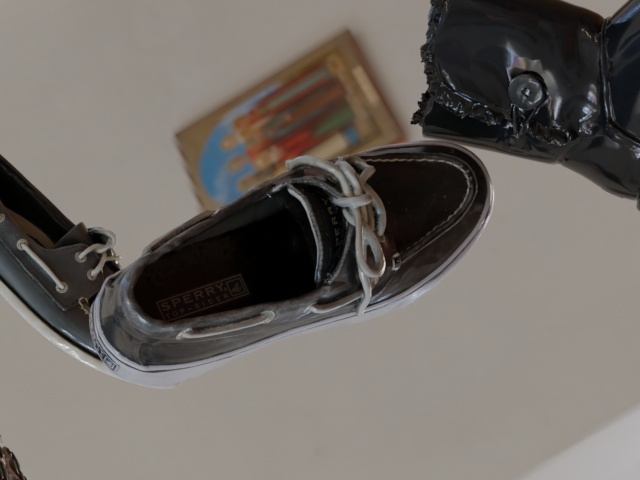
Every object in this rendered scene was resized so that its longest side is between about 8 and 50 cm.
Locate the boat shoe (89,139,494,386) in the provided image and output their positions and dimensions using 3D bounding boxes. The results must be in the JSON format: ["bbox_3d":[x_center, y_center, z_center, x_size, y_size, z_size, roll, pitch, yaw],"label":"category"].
[{"bbox_3d":[-0.002,-0.004,0.995,0.113,0.306,0.105,66,153,13],"label":"boat shoe"}]

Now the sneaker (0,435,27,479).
[{"bbox_3d":[-0.345,0.165,1.144,0.279,0.118,0.107,28,-157,-28],"label":"sneaker"}]

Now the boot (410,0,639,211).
[{"bbox_3d":[0.177,-0.145,1.045,0.207,0.246,0.094,22,-143,11],"label":"boot"}]

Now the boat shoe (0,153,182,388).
[{"bbox_3d":[-0.248,0.022,1.492,0.319,0.099,0.116,37,-164,3],"label":"boat shoe"}]
